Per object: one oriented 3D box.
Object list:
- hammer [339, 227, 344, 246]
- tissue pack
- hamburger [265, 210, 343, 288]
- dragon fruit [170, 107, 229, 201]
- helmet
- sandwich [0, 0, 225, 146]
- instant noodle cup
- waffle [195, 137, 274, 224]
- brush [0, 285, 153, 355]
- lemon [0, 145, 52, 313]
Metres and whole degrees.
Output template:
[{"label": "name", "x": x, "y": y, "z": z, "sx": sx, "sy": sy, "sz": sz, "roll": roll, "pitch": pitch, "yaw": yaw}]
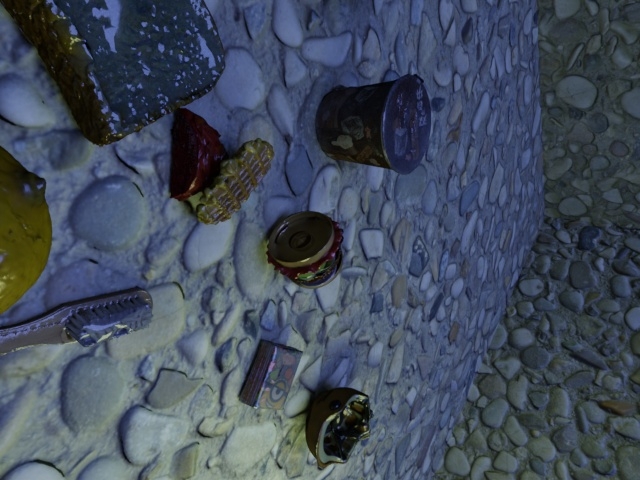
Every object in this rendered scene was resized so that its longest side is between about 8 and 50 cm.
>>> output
[{"label": "hammer", "x": 0.000, "y": 0.000, "z": 1.098, "sx": 0.178, "sy": 0.021, "sz": 0.065, "roll": 0, "pitch": 101, "yaw": -51}, {"label": "tissue pack", "x": -0.111, "y": 0.314, "z": 1.016, "sx": 0.109, "sy": 0.060, "sz": 0.148, "roll": 32, "pitch": 75, "yaw": -52}, {"label": "hamburger", "x": -0.023, "y": 0.027, "z": 0.966, "sx": 0.175, "sy": 0.175, "sz": 0.137, "roll": -58, "pitch": 145, "yaw": -23}, {"label": "dragon fruit", "x": -0.197, "y": -0.146, "z": 0.766, "sx": 0.106, "sy": 0.083, "sz": 0.162, "roll": -5, "pitch": 100, "yaw": -54}, {"label": "helmet", "x": 0.037, "y": 0.495, "z": 1.198, "sx": 0.224, "sy": 0.130, "sz": 0.198, "roll": -24, "pitch": 116, "yaw": -34}, {"label": "sandwich", "x": -0.274, "y": -0.318, "z": 0.603, "sx": 0.271, "sy": 0.099, "sz": 0.301, "roll": -46, "pitch": 131, "yaw": -34}, {"label": "instant noodle cup", "x": 0.120, "y": -0.269, "z": 1.021, "sx": 0.217, "sy": 0.207, "sz": 0.217, "roll": -16, "pitch": 112, "yaw": -47}, {"label": "waffle", "x": -0.151, "y": -0.104, "z": 0.786, "sx": 0.191, "sy": 0.038, "sz": 0.191, "roll": -51, "pitch": 174, "yaw": -8}, {"label": "brush", "x": -0.385, "y": 0.134, "z": 0.624, "sx": 0.327, "sy": 0.065, "sz": 0.070, "roll": -10, "pitch": 110, "yaw": -49}, {"label": "lemon", "x": -0.408, "y": -0.005, "z": 0.418, "sx": 0.253, "sy": 0.228, "sz": 0.228, "roll": -27, "pitch": 120, "yaw": -39}]
